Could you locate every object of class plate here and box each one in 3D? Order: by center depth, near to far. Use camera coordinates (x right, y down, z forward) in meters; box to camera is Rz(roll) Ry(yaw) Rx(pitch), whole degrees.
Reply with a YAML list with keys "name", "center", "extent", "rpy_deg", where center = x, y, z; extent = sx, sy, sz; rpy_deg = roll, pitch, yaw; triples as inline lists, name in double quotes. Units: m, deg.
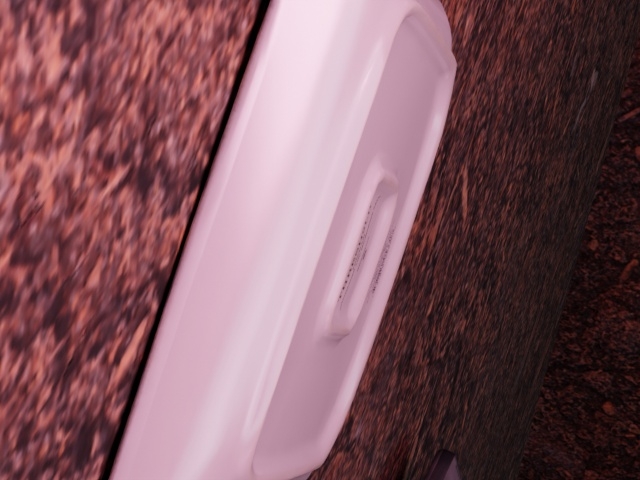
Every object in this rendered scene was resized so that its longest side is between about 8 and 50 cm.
- name: "plate"
  center: [0.000, 0.000, 0.778]
  extent: [0.278, 0.045, 0.277]
  rpy_deg: [19, 89, -79]

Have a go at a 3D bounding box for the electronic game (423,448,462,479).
- name: "electronic game"
  center: [0.056, 0.274, 1.466]
  extent: [0.229, 0.048, 0.229]
  rpy_deg: [-62, 172, -15]
